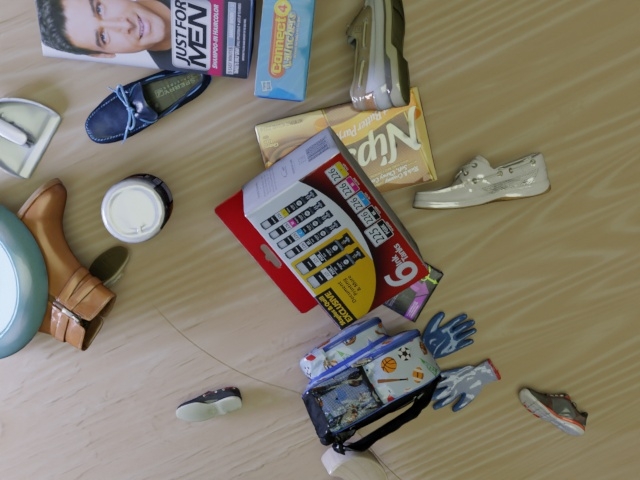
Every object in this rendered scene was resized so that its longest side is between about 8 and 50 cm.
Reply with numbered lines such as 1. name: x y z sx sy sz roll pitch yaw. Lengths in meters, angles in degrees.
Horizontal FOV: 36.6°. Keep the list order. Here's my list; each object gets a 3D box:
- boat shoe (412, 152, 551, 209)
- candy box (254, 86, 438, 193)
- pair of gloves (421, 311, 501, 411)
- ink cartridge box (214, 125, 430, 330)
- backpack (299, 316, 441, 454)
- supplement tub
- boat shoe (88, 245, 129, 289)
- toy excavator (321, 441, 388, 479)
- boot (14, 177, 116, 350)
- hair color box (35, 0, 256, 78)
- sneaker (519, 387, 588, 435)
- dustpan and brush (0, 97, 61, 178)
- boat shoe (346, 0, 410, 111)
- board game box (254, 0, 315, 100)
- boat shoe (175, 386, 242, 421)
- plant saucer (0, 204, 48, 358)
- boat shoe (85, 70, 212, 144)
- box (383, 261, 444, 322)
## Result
1. boat shoe: 0.306 -0.118 1.871 0.277 0.098 0.096 -11 98 -12
2. candy box: 0.048 -0.169 1.845 0.317 0.087 0.182 -14 99 -2
3. pair of gloves: 0.262 0.243 1.952 0.159 0.023 0.198 -28 96 1
4. ink cartridge box: 0.000 0.000 1.775 0.272 0.130 0.309 -34 117 10
5. backpack: 0.092 0.263 1.840 0.264 0.276 0.213 -21 86 -4
6. supplement tub: -0.333 -0.063 1.782 0.117 0.190 0.116 -1 97 -5
7. boat shoe: -0.422 0.076 1.873 0.056 0.048 0.153 36 88 20
8. toy excavator: -0.111 0.605 1.899 0.446 0.222 0.432 5 100 -15
9. boot: -0.475 0.049 1.794 0.220 0.109 0.283 30 101 16
10. hair color box: -0.305 -0.409 1.720 0.375 0.113 0.185 6 141 -2
11. sneaker: 0.477 0.336 1.974 0.158 0.061 0.064 34 68 -9
12. dustpan and brush: -0.613 -0.222 1.805 0.211 0.060 0.147 29 95 -8
13. boat shoe: 0.098 -0.382 1.780 0.103 0.113 0.302 -9 69 20
14. board game box: -0.056 -0.398 1.696 0.086 0.308 0.301 5 97 -3
15. boat shoe: -0.222 0.325 1.922 0.133 0.042 0.048 -14 124 -1
16. plant saucer: -0.652 0.075 1.794 0.318 0.044 0.317 4 102 19
17. boat shoe: -0.329 -0.267 1.804 0.258 0.089 0.109 -34 99 1
18. box: 0.146 0.074 1.917 0.162 0.029 0.116 29 95 -6
